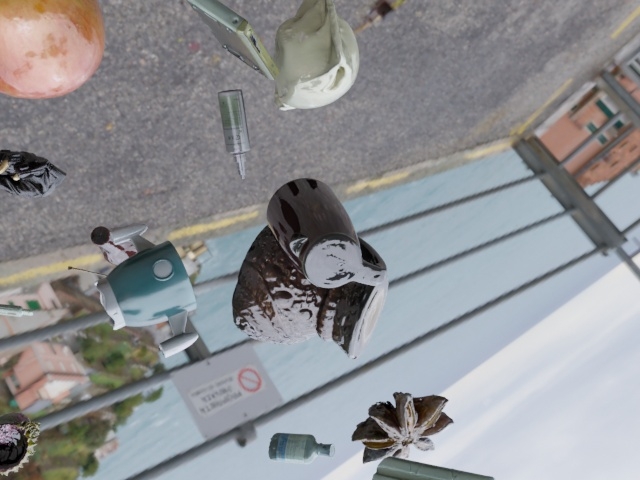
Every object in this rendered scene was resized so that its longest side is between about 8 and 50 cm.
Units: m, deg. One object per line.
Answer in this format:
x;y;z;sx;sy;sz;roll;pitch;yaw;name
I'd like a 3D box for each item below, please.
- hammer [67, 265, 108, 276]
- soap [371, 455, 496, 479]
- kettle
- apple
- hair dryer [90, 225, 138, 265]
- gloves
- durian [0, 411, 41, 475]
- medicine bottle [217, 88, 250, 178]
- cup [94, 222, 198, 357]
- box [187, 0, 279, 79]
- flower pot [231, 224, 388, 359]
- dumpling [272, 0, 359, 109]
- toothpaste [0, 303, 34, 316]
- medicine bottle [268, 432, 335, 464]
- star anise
-0.598;0.083;1.795;0.122;0.029;0.014;13;135;-7;hammer
0.167;0.400;1.024;0.066;0.198;0.119;45;55;-40;soap
0.012;0.005;1.235;0.202;0.232;0.144;27;106;-25;kettle
-0.701;-0.530;1.631;0.363;0.364;0.364;-32;164;-11;apple
-0.538;0.076;2.120;0.123;0.340;0.312;-55;179;-7;hair dryer
-0.817;-0.190;1.847;0.164;0.124;0.203;-28;133;23;gloves
-0.649;0.428;1.463;0.186;0.119;0.108;-8;178;22;durian
-0.188;-0.235;1.537;0.057;0.199;0.058;-6;-164;2;medicine bottle
-0.368;0.104;1.428;0.173;0.300;0.167;-23;163;-20;cup
-0.218;-0.511;1.707;0.045;0.210;0.270;-52;165;-1;box
-0.012;0.116;1.453;0.267;0.267;0.267;-54;155;-39;flower pot
-0.026;-0.524;1.907;0.233;0.316;0.395;7;163;-23;dumpling
-1.103;0.232;2.319;0.255;0.037;0.067;6;153;-10;toothpaste
-0.058;0.640;2.109;0.208;0.090;0.054;-4;146;24;medicine bottle
0.242;0.556;2.050;0.331;0.118;0.332;-7;128;-9;star anise
